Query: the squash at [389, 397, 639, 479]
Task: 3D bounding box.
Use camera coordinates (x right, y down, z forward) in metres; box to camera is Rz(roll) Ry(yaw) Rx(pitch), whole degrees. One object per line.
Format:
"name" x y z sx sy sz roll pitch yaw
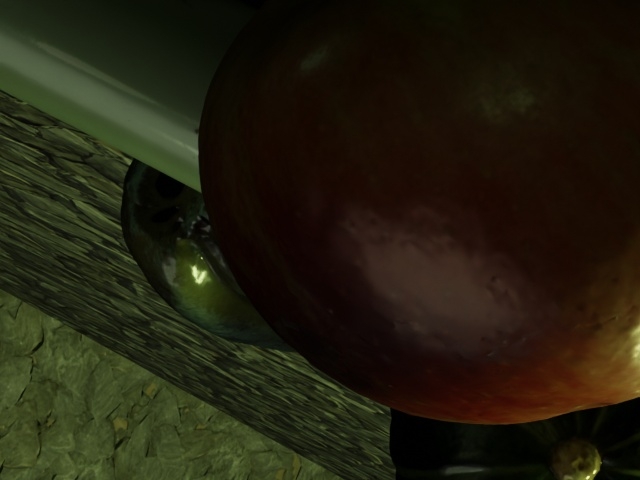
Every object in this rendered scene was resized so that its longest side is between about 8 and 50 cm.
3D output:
"squash" 0.148 0.116 1.213 0.218 0.218 0.172 29 -168 -20

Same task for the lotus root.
"lotus root" 0.000 0.000 1.219 0.158 0.140 0.322 -9 162 27

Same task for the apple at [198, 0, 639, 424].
"apple" 0.059 -0.004 0.867 0.251 0.163 0.293 43 164 -19

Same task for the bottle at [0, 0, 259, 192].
"bottle" -0.087 -0.094 1.021 0.245 0.104 0.104 27 169 -7
